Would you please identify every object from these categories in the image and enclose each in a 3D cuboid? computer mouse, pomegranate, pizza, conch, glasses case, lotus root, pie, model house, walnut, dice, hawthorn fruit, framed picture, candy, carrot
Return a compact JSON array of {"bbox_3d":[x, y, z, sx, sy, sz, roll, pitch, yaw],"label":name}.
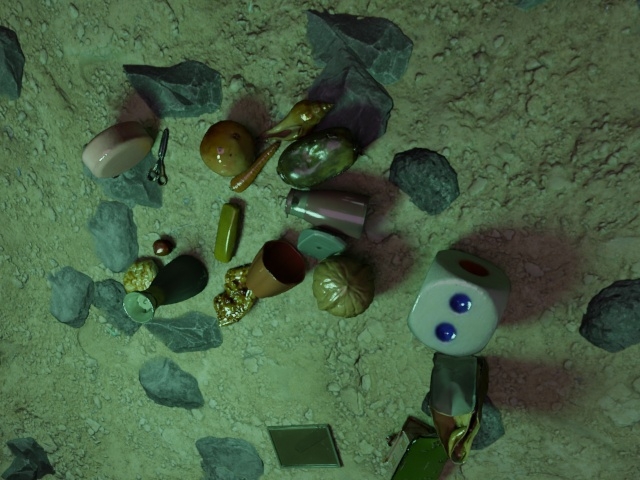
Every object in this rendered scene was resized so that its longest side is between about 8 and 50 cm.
[{"bbox_3d":[0.000,0.000,1.439,0.128,0.079,0.231,25,159,-20],"label":"computer mouse"},{"bbox_3d":[-0.308,-0.307,1.434,0.192,0.191,0.191,5,108,16],"label":"pomegranate"},{"bbox_3d":[-0.338,0.220,1.661,0.161,0.085,0.305,32,112,7],"label":"pizza"},{"bbox_3d":[-0.085,-0.380,1.401,0.331,0.093,0.109,-17,93,40],"label":"conch"},{"bbox_3d":[-0.347,-0.026,1.597,0.079,0.064,0.234,20,111,13],"label":"glasses case"},{"bbox_3d":[-0.009,-0.267,1.367,0.275,0.152,0.160,-21,116,16],"label":"lotus root"},{"bbox_3d":[-0.720,0.180,1.767,0.179,0.084,0.205,-21,98,21],"label":"pie"},{"bbox_3d":[0.357,0.790,1.613,0.207,0.154,0.293,11,114,-21],"label":"model house"},{"bbox_3d":[0.077,0.151,1.420,0.225,0.261,0.224,0,84,-4],"label":"walnut"},{"bbox_3d":[0.423,0.189,1.321,0.243,0.259,0.251,23,113,12],"label":"dice"},{"bbox_3d":[-0.630,0.028,1.702,0.077,0.077,0.077,5,108,16],"label":"hawthorn fruit"},{"bbox_3d":[-0.072,0.882,1.819,0.290,0.020,0.211,-12,103,21],"label":"framed picture"},{"bbox_3d":[-0.728,-0.320,1.532,0.255,0.255,0.094,-36,94,24],"label":"candy"},{"bbox_3d":[-0.228,-0.251,1.498,0.257,0.061,0.061,-38,93,19],"label":"carrot"}]

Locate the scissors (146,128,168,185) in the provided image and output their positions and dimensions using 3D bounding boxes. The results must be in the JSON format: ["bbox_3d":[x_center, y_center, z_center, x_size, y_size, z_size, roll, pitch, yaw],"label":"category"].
[{"bbox_3d":[-0.604,-0.316,1.614,0.088,0.017,0.220,24,112,9],"label":"scissors"}]

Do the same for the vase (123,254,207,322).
[{"bbox_3d":[-0.579,0.181,1.595,0.174,0.321,0.173,5,107,16],"label":"vase"}]

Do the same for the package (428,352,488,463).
[{"bbox_3d":[0.467,0.512,1.375,0.165,0.311,0.221,-20,98,24],"label":"package"}]

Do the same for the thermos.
[{"bbox_3d":[0.018,-0.102,1.406,0.265,0.176,0.145,13,92,5],"label":"thermos"}]

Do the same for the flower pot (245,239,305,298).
[{"bbox_3d":[-0.176,0.117,1.534,0.190,0.190,0.173,49,126,-1],"label":"flower pot"}]
